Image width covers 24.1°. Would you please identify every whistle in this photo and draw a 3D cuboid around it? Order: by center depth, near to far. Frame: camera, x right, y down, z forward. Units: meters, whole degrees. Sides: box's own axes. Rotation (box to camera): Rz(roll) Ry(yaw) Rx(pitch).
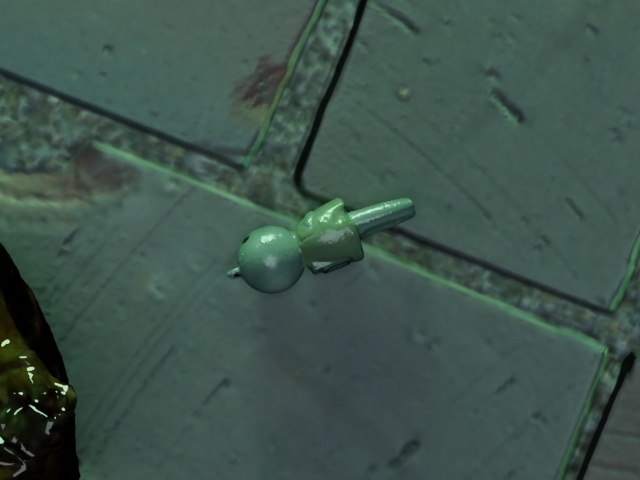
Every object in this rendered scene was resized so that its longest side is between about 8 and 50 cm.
[{"bbox_3d":[0.000,0.000,0.757,0.100,0.035,0.035,-21,92,-4],"label":"whistle"}]

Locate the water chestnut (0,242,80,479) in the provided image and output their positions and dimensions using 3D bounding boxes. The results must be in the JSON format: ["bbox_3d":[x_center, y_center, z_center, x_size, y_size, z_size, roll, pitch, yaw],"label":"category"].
[{"bbox_3d":[-0.198,0.090,0.654,0.238,0.224,0.223,3,92,29],"label":"water chestnut"}]
